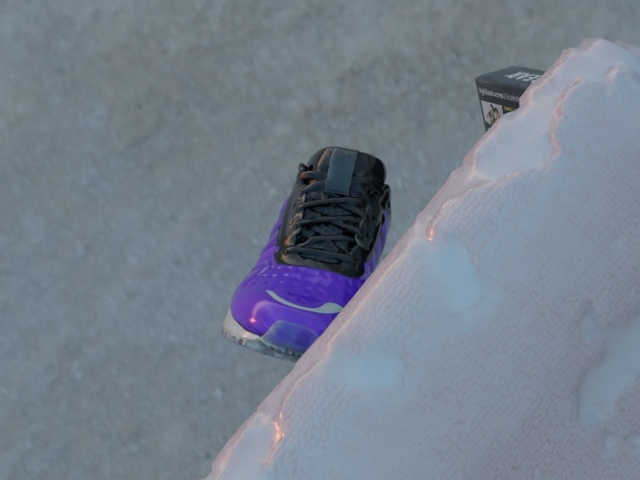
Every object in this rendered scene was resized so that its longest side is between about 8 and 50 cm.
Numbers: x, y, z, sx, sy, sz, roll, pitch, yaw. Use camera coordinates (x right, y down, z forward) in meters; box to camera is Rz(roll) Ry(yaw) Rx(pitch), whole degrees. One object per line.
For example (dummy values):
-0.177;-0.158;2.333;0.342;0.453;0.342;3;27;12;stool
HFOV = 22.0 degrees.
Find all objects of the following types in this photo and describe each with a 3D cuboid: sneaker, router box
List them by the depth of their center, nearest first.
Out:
-0.001;0.000;1.286;0.102;0.293;0.146;16;105;2;sneaker
0.198;-0.073;1.397;0.046;0.133;0.179;-18;16;-16;router box

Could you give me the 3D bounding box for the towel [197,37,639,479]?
0.071;0.165;0.478;0.332;0.317;0.053;-50;25;-7;towel
